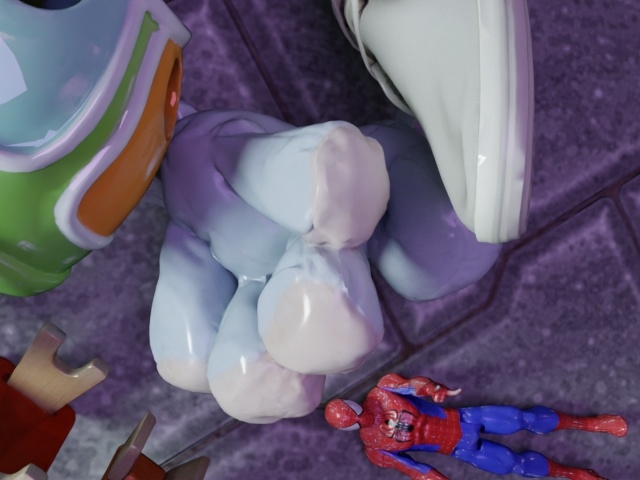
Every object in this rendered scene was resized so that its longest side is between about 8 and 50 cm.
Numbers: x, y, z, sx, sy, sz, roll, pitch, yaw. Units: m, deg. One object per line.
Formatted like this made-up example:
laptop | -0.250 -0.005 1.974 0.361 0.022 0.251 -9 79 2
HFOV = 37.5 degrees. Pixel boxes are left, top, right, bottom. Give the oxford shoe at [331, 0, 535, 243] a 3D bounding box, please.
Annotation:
oxford shoe | 0.062 -0.175 0.663 0.130 0.169 0.449 -6 51 -2

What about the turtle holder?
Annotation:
turtle holder | -0.229 -0.128 0.604 0.227 0.243 0.320 -42 68 4

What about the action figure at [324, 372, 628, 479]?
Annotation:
action figure | 0.145 0.170 0.793 0.280 0.139 0.091 11 87 -15

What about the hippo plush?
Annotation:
hippo plush | 0.000 0.000 0.723 0.236 0.294 0.234 -2 113 -43

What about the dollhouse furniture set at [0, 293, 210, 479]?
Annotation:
dollhouse furniture set | -0.239 0.173 0.628 0.262 0.259 0.135 41 116 -12
